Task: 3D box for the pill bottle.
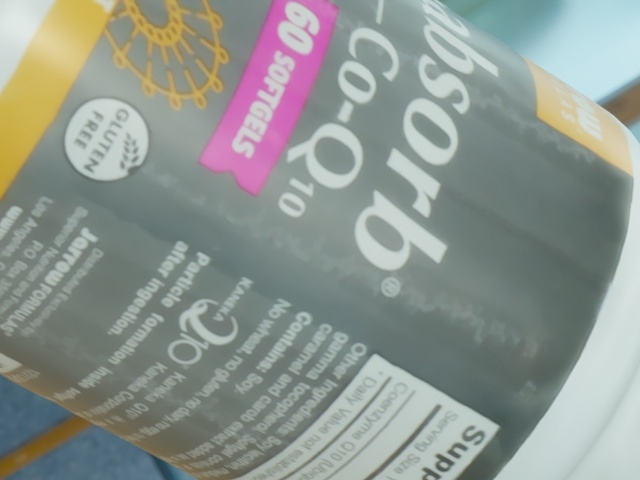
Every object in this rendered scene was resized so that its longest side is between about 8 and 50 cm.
[{"bbox_3d":[0.000,0.000,0.589,0.278,0.162,0.162,30,27,-19],"label":"pill bottle"}]
